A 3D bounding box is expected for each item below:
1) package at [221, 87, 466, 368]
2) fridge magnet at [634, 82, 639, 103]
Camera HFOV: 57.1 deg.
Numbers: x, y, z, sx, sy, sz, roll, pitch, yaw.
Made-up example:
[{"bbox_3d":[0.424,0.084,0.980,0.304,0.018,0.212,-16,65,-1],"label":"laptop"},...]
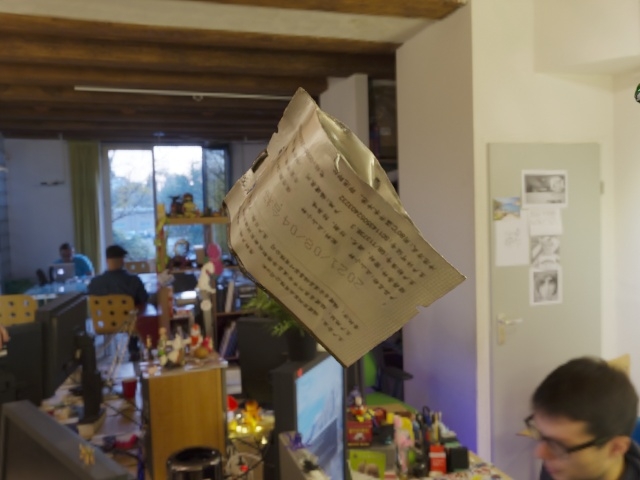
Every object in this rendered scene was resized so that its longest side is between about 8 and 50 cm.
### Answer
[{"bbox_3d":[0.000,0.000,0.627,0.062,0.251,0.204,-28,-13,-49],"label":"package"},{"bbox_3d":[0.513,-0.185,0.742,0.207,0.088,0.208,2,1,0],"label":"fridge magnet"}]
